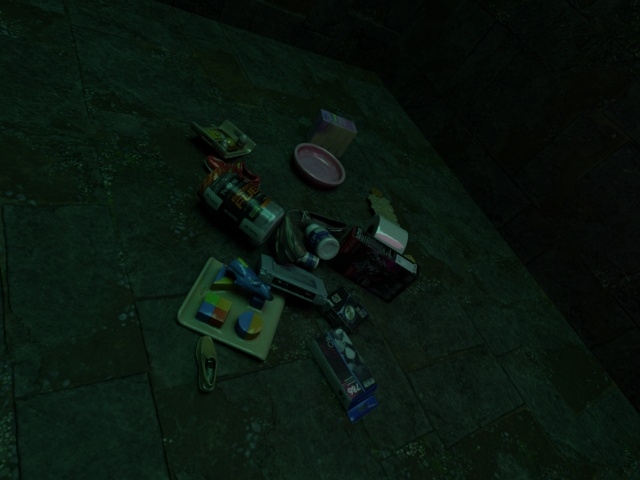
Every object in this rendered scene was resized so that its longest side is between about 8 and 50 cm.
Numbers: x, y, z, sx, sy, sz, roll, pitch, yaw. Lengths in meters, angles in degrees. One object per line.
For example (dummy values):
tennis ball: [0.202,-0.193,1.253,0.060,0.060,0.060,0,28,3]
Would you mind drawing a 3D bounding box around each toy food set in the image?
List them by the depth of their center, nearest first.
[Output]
toy food set: [-0.478,-0.524,2.084,0.220,0.092,0.306,41,25,4]

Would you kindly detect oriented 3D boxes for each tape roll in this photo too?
tape roll: [0.296,0.016,2.074,0.169,0.246,0.246,30,39,-11]

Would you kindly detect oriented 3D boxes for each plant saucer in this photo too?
plant saucer: [-0.017,-0.418,2.385,0.333,0.084,0.331,22,41,-20]

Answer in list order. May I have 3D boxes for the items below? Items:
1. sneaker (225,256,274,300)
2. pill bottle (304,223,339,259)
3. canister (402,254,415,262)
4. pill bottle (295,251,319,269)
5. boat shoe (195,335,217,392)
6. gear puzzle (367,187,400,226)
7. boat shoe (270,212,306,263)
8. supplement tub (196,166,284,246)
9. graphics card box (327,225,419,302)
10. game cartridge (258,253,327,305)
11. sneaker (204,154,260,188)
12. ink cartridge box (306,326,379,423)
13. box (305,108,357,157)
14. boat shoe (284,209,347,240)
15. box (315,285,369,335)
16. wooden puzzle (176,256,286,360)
sneaker: [-0.262,0.158,1.535,0.209,0.069,0.082,46,74,2]
pill bottle: [0.000,0.000,1.932,0.112,0.111,0.186,10,22,-31]
canister: [0.425,0.131,2.198,0.170,0.073,0.126,2,52,-39]
pill bottle: [-0.073,0.081,1.863,0.120,0.067,0.067,26,40,-16]
boat shoe: [-0.357,0.386,1.337,0.068,0.072,0.189,8,47,-32]
gear puzzle: [0.356,-0.202,2.503,0.176,0.044,0.338,13,42,-26]
boat shoe: [-0.157,-0.013,1.821,0.132,0.130,0.355,57,6,-23]
supplement tub: [-0.339,-0.145,1.767,0.338,0.207,0.207,37,39,-1]
graphics card box: [0.246,0.117,1.944,0.371,0.232,0.094,32,38,-10]
game cartridge: [-0.118,0.157,1.705,0.298,0.062,0.198,25,10,-16]
sneaker: [-0.408,-0.336,1.971,0.279,0.118,0.107,29,39,-11]
ink cartridge box: [0.101,0.503,1.589,0.166,0.065,0.332,-13,62,-45]
box: [0.063,-0.659,2.579,0.243,0.213,0.117,13,45,-27]
boat shoe: [-0.022,-0.097,2.055,0.336,0.095,0.112,19,43,-23]
box: [0.095,0.303,1.767,0.180,0.077,0.147,49,40,12]
wooden puzzle: [-0.301,0.232,1.527,0.348,0.080,0.322,30,39,-11]
